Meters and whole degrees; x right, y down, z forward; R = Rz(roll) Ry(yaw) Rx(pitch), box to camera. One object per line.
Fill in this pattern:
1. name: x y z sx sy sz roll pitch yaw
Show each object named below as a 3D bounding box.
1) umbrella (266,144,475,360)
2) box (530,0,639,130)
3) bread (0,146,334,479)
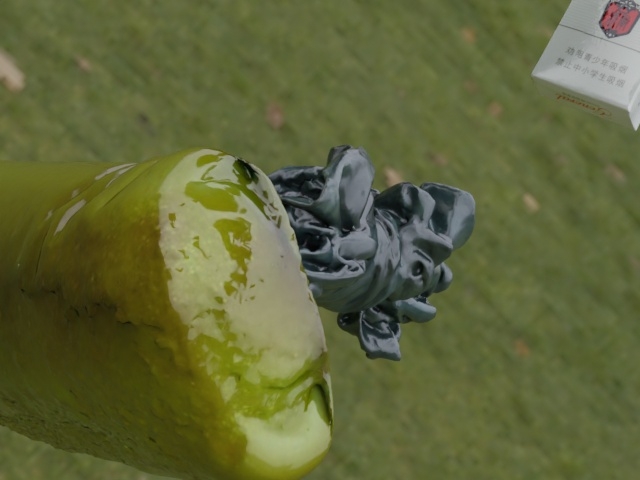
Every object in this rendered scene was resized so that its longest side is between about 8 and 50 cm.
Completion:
1. umbrella: 0.001 0.003 1.308 0.094 0.143 0.349 13 -3 29
2. box: 0.264 -0.183 1.658 0.100 0.152 0.048 24 -16 25
3. bread: -0.123 0.041 0.986 0.383 0.112 0.166 3 -69 62
